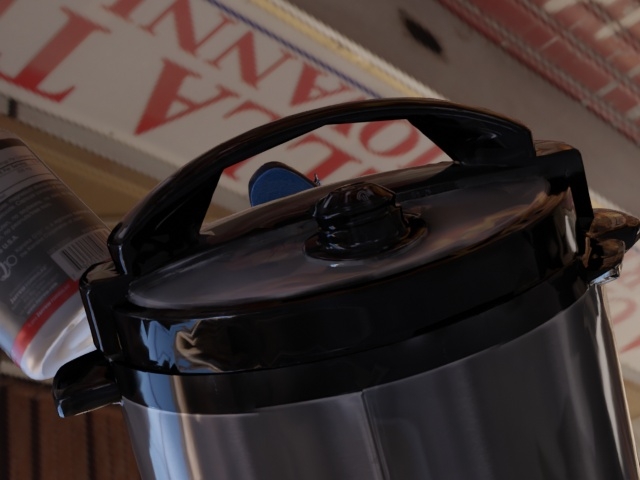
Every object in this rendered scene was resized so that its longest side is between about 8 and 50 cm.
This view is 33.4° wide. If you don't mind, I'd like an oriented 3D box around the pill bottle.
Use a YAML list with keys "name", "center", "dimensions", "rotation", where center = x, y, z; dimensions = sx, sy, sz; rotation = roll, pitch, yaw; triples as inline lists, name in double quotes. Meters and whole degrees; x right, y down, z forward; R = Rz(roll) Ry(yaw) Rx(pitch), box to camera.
- name: "pill bottle"
  center: [-0.326, -0.009, 1.092]
  dimensions: [0.283, 0.161, 0.161]
  rotation: [44, -148, 10]

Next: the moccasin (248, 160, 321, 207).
- name: "moccasin"
  center: [0.000, 0.000, 1.682]
  dimensions: [0.342, 0.137, 0.117]
  rotation: [50, -167, -30]

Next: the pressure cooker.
- name: "pressure cooker"
  center: [0.044, 0.108, 0.789]
  dimensions: [0.370, 0.375, 0.421]
  rotation: [-31, -69, -50]
